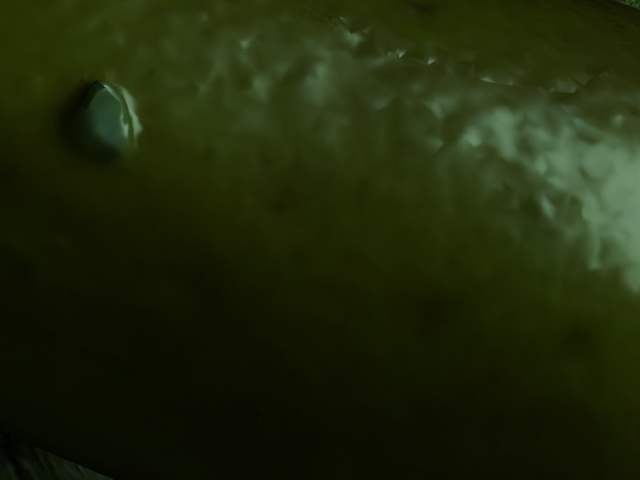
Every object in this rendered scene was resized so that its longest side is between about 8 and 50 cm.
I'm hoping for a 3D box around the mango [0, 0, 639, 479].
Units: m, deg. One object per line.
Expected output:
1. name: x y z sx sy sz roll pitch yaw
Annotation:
1. mango: 0.000 0.000 0.498 0.445 0.221 0.301 14 8 -37
